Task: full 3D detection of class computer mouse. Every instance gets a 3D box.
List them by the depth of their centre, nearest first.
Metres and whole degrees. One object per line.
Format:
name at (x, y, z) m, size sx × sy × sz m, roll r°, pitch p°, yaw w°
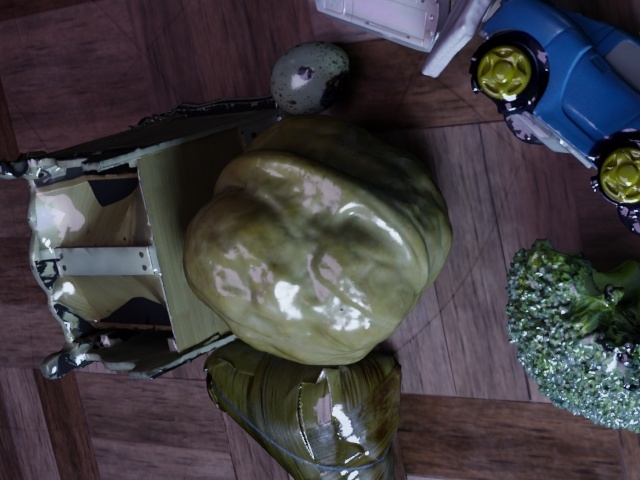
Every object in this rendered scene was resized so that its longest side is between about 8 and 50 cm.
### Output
computer mouse at (0.071, -0.278, 1.699) m, size 0.199 × 0.045 × 0.102 m, roll 24°, pitch 121°, yaw 36°

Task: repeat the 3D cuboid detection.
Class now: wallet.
wallet at (0.157, -0.238, 1.545) m, size 0.032 × 0.124 × 0.183 m, roll 31°, pitch 167°, yaw -5°

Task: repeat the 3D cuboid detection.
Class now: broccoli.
broccoli at (0.298, 0.104, 1.545) m, size 0.226 × 0.198 × 0.176 m, roll 7°, pitch 77°, yaw 13°

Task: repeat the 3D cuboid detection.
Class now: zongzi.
zongzi at (-0.014, 0.278, 1.938) m, size 0.286 × 0.138 × 0.300 m, roll 4°, pitch 110°, yaw 46°

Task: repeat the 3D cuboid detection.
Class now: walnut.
walnut at (-0.001, 0.002, 1.703) m, size 0.277 × 0.253 × 0.282 m, roll 27°, pitch 85°, yaw 10°

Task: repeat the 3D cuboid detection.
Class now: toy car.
toy car at (0.290, -0.125, 1.467) m, size 0.314 × 0.198 × 0.166 m, roll 43°, pitch 99°, yaw 21°

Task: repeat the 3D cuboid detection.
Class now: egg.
egg at (-0.011, -0.194, 1.784) m, size 0.110 × 0.085 × 0.085 m, roll -25°, pitch 88°, yaw 33°

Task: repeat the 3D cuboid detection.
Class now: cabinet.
cabinet at (-0.196, -0.004, 1.869) m, size 0.227 × 0.318 × 0.289 m, roll 0°, pitch 107°, yaw 44°
